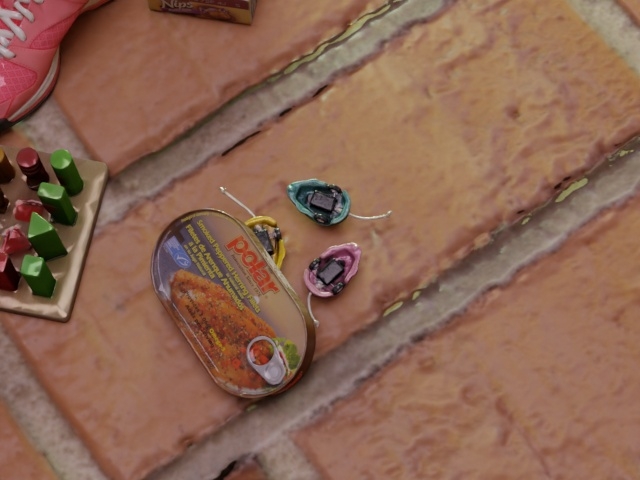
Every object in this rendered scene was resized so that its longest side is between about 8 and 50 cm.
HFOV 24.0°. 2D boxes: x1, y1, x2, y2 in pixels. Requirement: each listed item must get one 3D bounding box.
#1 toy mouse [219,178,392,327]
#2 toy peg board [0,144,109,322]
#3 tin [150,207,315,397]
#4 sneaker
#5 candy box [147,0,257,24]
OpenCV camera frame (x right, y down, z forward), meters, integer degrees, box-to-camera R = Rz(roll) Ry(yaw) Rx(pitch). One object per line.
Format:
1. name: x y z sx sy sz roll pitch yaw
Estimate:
1. toy mouse: 0.000 0.000 1.415 0.143 0.031 0.161 -20 70 -6
2. toy peg board: -0.298 -0.023 1.405 0.161 0.079 0.161 10 69 5
3. tin: -0.079 0.057 1.375 0.106 0.040 0.189 -40 72 15
4. sneaker: -0.283 -0.243 1.458 0.116 0.136 0.314 32 73 13
5. candy box: -0.105 -0.317 1.527 0.109 0.053 0.186 10 68 5
